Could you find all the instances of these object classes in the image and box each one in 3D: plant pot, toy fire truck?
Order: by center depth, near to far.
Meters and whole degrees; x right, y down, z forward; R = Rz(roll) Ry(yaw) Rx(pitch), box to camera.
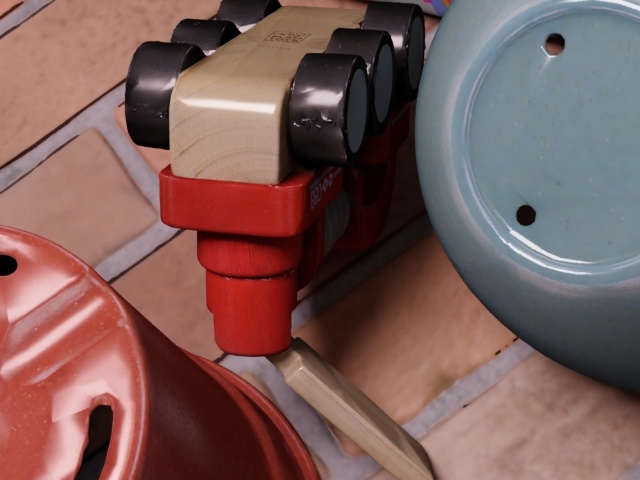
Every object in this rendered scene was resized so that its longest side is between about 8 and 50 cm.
[{"bbox_3d":[0.164,-0.054,0.863,0.290,0.195,0.290,3,96,27],"label":"plant pot"},{"bbox_3d":[-0.149,0.132,0.875,0.272,0.265,0.272,-4,65,10],"label":"plant pot"},{"bbox_3d":[0.000,0.000,0.972,0.158,0.217,0.246,6,109,14],"label":"toy fire truck"}]

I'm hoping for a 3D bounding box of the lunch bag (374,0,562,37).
[{"bbox_3d":[0.106,-0.252,1.083,0.279,0.108,0.224,13,68,17],"label":"lunch bag"}]
